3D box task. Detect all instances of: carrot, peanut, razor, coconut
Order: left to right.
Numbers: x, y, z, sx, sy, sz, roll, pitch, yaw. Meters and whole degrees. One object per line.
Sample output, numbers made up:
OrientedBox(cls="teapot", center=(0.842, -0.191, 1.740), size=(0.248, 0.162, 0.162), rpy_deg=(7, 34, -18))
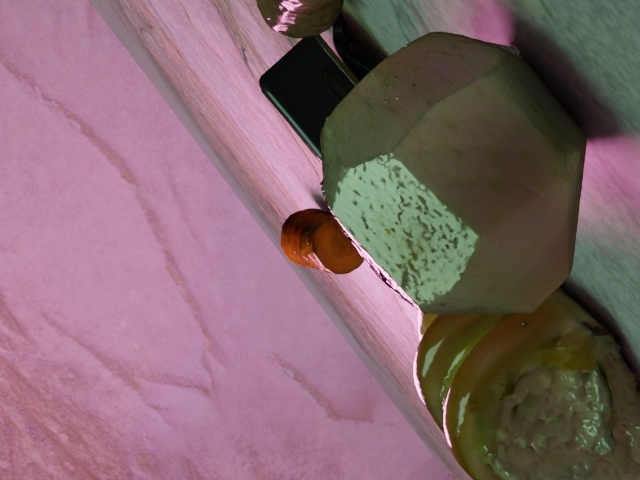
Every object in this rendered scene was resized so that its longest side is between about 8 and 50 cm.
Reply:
OrientedBox(cls="peanut", center=(-0.019, -0.255, 1.322), size=(0.099, 0.099, 0.214), rpy_deg=(51, 175, -2))
OrientedBox(cls="carrot", center=(0.000, 0.000, 2.460), size=(0.114, 0.114, 0.302), rpy_deg=(52, 171, -11))
OrientedBox(cls="razor", center=(0.066, -0.175, 1.432), size=(0.190, 0.033, 0.066), rpy_deg=(46, 172, 33))
OrientedBox(cls="coconut", center=(0.118, -0.047, 1.094), size=(0.237, 0.197, 0.237), rpy_deg=(47, -176, -4))

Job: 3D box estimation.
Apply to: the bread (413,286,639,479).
OrientedBox(cls="bread", center=(0.216, 0.169, 1.538), size=(0.270, 0.211, 0.316), rpy_deg=(45, 168, 48))

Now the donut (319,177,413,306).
OrientedBox(cls="donut", center=(0.094, -0.015, 1.857), size=(0.235, 0.089, 0.235), rpy_deg=(49, 173, 8))

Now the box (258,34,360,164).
OrientedBox(cls="box", center=(0.012, -0.148, 1.529), size=(0.144, 0.090, 0.201), rpy_deg=(51, -174, 4))
